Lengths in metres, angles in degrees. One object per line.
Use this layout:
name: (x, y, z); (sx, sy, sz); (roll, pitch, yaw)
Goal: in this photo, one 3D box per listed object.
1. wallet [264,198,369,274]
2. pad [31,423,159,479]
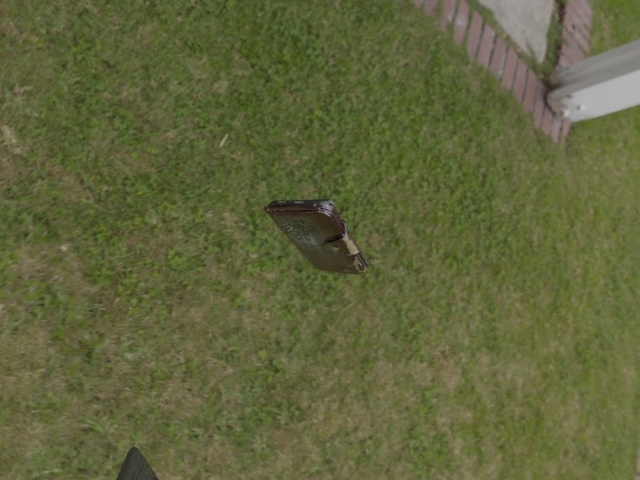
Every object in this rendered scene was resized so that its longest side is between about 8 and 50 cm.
wallet: (0.000, 0.000, 1.070); (0.232, 0.122, 0.031); (55, 44, -53)
pad: (-0.374, 0.435, 0.994); (0.055, 0.323, 0.250); (7, 109, -63)
